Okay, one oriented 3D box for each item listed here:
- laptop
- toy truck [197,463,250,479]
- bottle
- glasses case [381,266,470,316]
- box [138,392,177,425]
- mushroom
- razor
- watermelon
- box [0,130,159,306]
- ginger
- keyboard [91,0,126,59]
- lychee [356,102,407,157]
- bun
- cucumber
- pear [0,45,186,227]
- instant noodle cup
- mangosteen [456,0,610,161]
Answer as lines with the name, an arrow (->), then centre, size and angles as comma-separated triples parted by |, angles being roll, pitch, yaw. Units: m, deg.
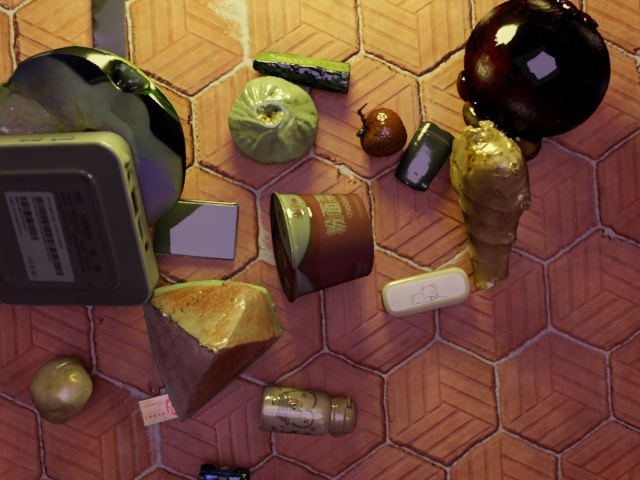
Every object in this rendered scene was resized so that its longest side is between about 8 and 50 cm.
laptop -> -0.273, -0.026, 1.630 | 0.180, 0.016, 0.129 | 5, 90, -2
toy truck -> -0.217, 0.593, 1.579 | 0.113, 0.126, 0.208 | 6, 91, -2
bottle -> -0.026, 0.378, 1.603 | 0.209, 0.097, 0.110 | 7, 122, -3
glasses case -> 0.231, 0.113, 1.633 | 0.196, 0.050, 0.083 | -14, 93, -2
box -> -0.348, 0.368, 1.628 | 0.093, 0.015, 0.058 | -15, 92, -2
mushroom -> -0.548, 0.317, 1.572 | 0.148, 0.112, 0.148 | -10, 61, 19
razor -> 0.229, -0.183, 1.630 | 0.090, 0.054, 0.148 | 30, 88, 2
watermelon -> -0.212, 0.236, 1.530 | 0.283, 0.293, 0.251 | -17, 120, -3
box -> -0.529, -0.033, 1.481 | 0.372, 0.090, 0.367 | -1, 120, 11
ginger -> 0.324, -0.073, 1.543 | 0.166, 0.376, 0.236 | -27, 54, -37
keyboard -> -0.462, -0.491, 1.622 | 0.074, 0.015, 0.197 | -1, 91, -6
lychee -> 0.127, -0.241, 1.597 | 0.140, 0.101, 0.114 | 36, 129, -14
bun -> -0.099, -0.255, 1.587 | 0.195, 0.118, 0.196 | 0, 90, -6
cucumber -> -0.041, -0.364, 1.615 | 0.211, 0.078, 0.062 | 7, 122, 1
pear -> -0.444, -0.216, 1.510 | 0.398, 0.165, 0.399 | 4, 120, 7
instant noodle cup -> 0.000, 0.000, 1.547 | 0.178, 0.235, 0.235 | -10, 91, -12
mangosteen -> 0.422, -0.330, 1.535 | 0.306, 0.307, 0.347 | 33, 121, -2
